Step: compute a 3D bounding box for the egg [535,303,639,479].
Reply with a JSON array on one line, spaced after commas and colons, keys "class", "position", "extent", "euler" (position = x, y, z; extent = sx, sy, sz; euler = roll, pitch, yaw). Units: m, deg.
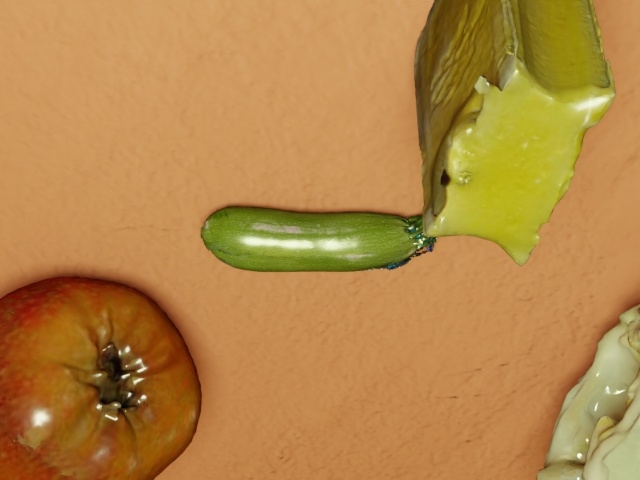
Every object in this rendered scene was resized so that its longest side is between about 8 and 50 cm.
[{"class": "egg", "position": [0.348, 0.187, 1.040], "extent": [0.336, 0.278, 0.278], "euler": [22, 125, -10]}]

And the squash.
[{"class": "squash", "position": [0.000, 0.000, 1.039], "extent": [0.183, 0.052, 0.052], "euler": [1, 128, -6]}]

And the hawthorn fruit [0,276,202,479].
[{"class": "hawthorn fruit", "position": [-0.215, 0.127, 1.072], "extent": [0.225, 0.197, 0.196], "euler": [-18, 130, 45]}]

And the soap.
[{"class": "soap", "position": [0.111, -0.106, 0.841], "extent": [0.076, 0.233, 0.135], "euler": [18, 126, -8]}]
